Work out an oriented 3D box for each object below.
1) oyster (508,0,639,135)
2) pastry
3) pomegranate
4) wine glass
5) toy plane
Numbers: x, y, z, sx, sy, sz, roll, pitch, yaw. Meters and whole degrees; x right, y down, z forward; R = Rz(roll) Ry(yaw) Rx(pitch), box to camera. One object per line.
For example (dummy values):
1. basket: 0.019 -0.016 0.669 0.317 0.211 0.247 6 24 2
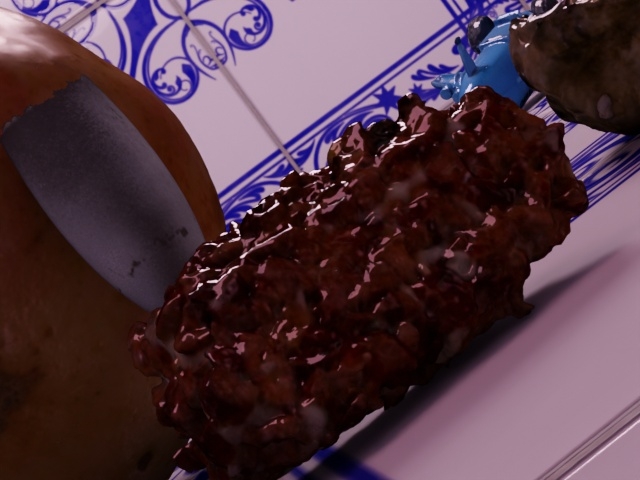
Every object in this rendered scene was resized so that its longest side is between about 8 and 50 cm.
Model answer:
1. oyster: 0.200 -0.113 0.998 0.166 0.094 0.294 -17 -2 14
2. pastry: 0.017 0.019 0.735 0.208 0.115 0.097 -40 -8 -20
3. pomegranate: -0.219 0.027 0.942 0.342 0.342 0.342 -36 3 2
4. wine glass: -0.069 0.017 0.795 0.066 0.198 0.066 -37 3 2
5. toy plane: 0.202 -0.189 1.800 0.254 0.105 0.271 -16 10 35
